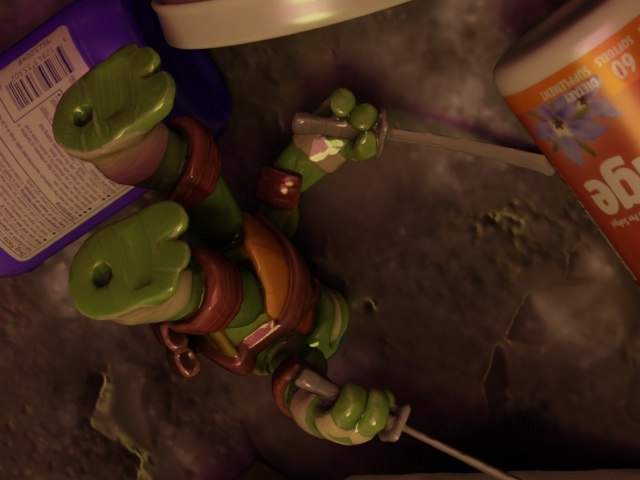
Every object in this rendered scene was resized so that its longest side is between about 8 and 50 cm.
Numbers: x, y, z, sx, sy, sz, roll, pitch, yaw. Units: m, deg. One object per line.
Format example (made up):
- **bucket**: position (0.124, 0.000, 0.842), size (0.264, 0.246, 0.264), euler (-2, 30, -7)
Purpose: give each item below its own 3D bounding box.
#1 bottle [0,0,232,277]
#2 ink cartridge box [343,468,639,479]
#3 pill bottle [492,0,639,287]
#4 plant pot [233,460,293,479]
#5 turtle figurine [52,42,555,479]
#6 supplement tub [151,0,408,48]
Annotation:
- **bottle**: position (-0.191, -0.039, 0.930), size (0.283, 0.092, 0.118), euler (-33, 98, 21)
- **ink cartridge box**: position (0.107, 0.339, 0.895), size (0.279, 0.160, 0.385), euler (2, 113, -25)
- **pill bottle**: position (0.200, -0.039, 0.829), size (0.121, 0.121, 0.216), euler (-34, 98, 21)
- **plant pot**: position (-0.038, 0.205, 0.980), size (0.109, 0.109, 0.096), euler (30, 100, 1)
- **turtle figurine**: position (0.000, 0.000, 0.825), size (0.274, 0.266, 0.198), euler (15, 81, 34)
- **supplement tub**: position (-0.032, -0.250, 0.770), size (0.191, 0.191, 0.272), euler (-10, 106, 15)
